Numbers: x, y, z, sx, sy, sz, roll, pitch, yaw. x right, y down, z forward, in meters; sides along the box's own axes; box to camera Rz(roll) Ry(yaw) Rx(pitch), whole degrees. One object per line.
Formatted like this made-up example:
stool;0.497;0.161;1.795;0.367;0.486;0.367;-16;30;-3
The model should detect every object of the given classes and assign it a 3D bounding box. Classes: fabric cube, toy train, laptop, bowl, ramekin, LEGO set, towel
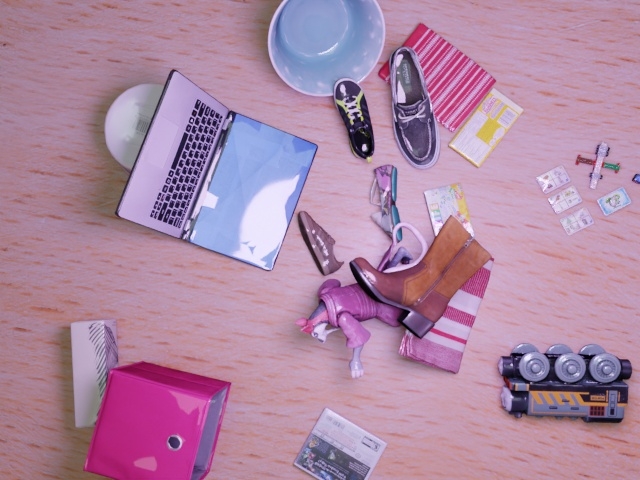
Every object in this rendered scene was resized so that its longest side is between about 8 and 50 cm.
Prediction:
fabric cube;-0.399;0.464;1.684;0.258;0.259;0.254;14;86;4
toy train;0.626;0.369;1.713;0.334;0.142;0.190;0;94;3
laptop;-0.249;-0.165;1.722;0.237;0.408;0.381;18;85;27
bowl;0.002;-0.559;1.778;0.312;0.163;0.311;-7;125;-10
ramekin;-0.451;-0.293;1.823;0.278;0.135;0.277;0;84;2
LEGO set;0.736;-0.149;1.808;0.244;0.060;0.182;-29;87;8
towel;0.322;-0.454;1.855;0.275;0.031;0.199;39;88;5
towel;0.336;0.168;1.718;0.237;0.037;0.328;24;84;-40

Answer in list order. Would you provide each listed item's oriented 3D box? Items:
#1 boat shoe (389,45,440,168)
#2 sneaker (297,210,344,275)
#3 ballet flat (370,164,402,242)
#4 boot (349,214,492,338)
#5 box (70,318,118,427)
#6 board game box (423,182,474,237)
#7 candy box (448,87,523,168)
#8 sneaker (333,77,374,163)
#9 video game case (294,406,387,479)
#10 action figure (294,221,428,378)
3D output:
boat shoe;0.238;-0.353;1.783;0.121;0.119;0.335;-14;94;14
sneaker;0.000;0.000;1.818;0.071;0.066;0.188;-23;89;-16
ballet flat;0.176;-0.097;1.812;0.079;0.077;0.221;-7;79;20
boot;0.239;0.050;1.586;0.264;0.096;0.280;41;82;-4
box;-0.598;0.349;1.780;0.094;0.113;0.274;-6;86;1
board game box;0.350;-0.070;1.817;0.104;0.026;0.154;-14;84;2
candy box;0.455;-0.309;1.836;0.105;0.027;0.206;38;87;8
sneaker;0.104;-0.323;1.785;0.084;0.097;0.234;-21;107;-2
video game case;0.053;0.566;1.772;0.190;0.022;0.173;30;86;4
action figure;0.112;0.157;1.670;0.370;0.275;0.248;-17;51;-27
